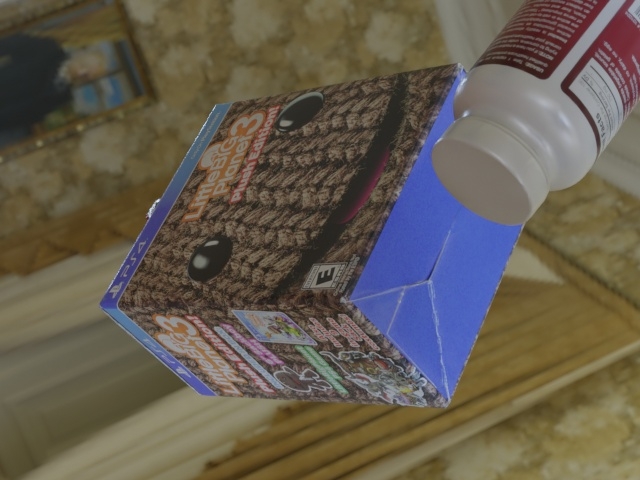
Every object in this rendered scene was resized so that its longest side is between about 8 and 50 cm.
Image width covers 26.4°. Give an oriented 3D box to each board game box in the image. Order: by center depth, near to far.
[{"bbox_3d":[0.000,0.000,1.127,0.291,0.232,0.141,-4,-40,45],"label":"board game box"}]

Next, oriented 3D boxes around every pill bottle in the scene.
[{"bbox_3d":[0.128,-0.084,0.751,0.086,0.152,0.086,32,-24,17],"label":"pill bottle"}]

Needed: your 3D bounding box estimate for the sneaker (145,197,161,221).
[{"bbox_3d":[-0.091,-0.027,1.424,0.225,0.093,0.088,4,-24,42],"label":"sneaker"}]
